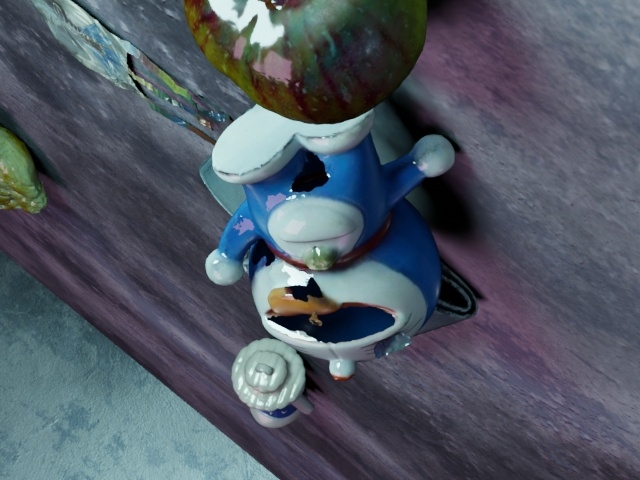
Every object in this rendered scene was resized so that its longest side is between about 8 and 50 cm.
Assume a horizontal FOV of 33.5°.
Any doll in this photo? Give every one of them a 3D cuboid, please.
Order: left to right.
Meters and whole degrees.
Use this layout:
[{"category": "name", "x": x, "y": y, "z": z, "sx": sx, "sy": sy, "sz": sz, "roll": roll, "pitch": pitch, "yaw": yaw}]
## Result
[{"category": "doll", "x": -0.077, "y": 0.240, "z": 1.756, "sx": 0.138, "sy": 0.119, "sz": 0.293, "roll": 28, "pitch": 165, "yaw": 14}, {"category": "doll", "x": 0.013, "y": -0.004, "z": 0.852, "sx": 0.215, "sy": 0.161, "sz": 0.256, "roll": -13, "pitch": 139, "yaw": 11}]

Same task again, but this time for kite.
[{"category": "kite", "x": -0.212, "y": -0.187, "z": 1.176, "sx": 0.310, "sy": 0.015, "sz": 0.169, "roll": 38, "pitch": 164, "yaw": 12}]

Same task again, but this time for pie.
[{"category": "pie", "x": -0.598, "y": -0.158, "z": 1.900, "sx": 0.274, "sy": 0.105, "sz": 0.257, "roll": 16, "pitch": 141, "yaw": 52}]

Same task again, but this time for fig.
[{"category": "fig", "x": -0.003, "y": -0.132, "z": 0.708, "sx": 0.149, "sy": 0.149, "sz": 0.245, "roll": 39, "pitch": 178, "yaw": 8}]

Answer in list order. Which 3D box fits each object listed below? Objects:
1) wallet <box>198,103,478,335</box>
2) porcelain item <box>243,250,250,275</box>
[{"category": "wallet", "x": -0.001, "y": 0.001, "z": 1.089, "sx": 0.290, "sy": 0.054, "sz": 0.251, "roll": 44, "pitch": 157, "yaw": -5}, {"category": "porcelain item", "x": -0.100, "y": 0.024, "z": 1.414, "sx": 0.036, "sy": 0.028, "sz": 0.083, "roll": 4, "pitch": 141, "yaw": 36}]
